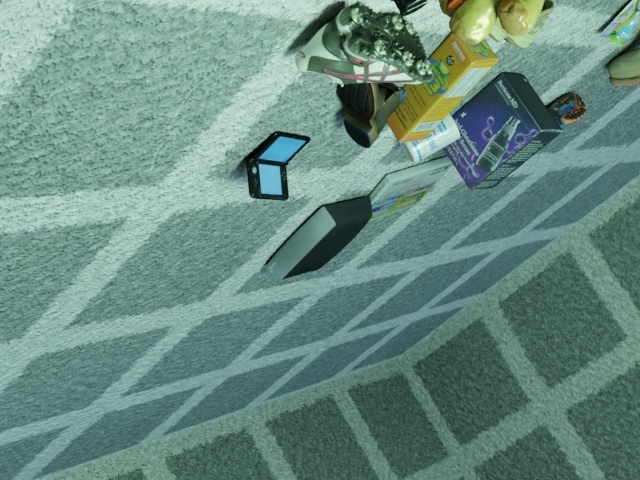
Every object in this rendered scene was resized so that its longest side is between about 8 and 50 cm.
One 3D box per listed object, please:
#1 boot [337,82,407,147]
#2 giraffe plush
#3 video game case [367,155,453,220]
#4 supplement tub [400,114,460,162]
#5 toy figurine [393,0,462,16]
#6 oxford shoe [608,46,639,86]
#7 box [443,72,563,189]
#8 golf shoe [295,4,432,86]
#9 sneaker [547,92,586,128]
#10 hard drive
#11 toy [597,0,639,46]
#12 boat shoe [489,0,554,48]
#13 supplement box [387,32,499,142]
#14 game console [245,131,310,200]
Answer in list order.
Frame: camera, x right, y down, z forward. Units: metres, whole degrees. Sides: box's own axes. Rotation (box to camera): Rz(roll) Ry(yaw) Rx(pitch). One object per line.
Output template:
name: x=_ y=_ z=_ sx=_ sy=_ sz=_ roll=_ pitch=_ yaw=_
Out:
boot: x=0.091 y=-0.253 z=1.770 sx=0.106 sy=0.082 sz=0.219 roll=-49 pitch=165 yaw=-18
giraffe plush: x=0.246 y=-0.400 z=1.454 sx=0.210 sy=0.181 sz=0.170 roll=-24 pitch=144 yaw=14
video game case: x=0.188 y=-0.115 z=2.392 sx=0.212 sy=0.023 sz=0.193 roll=-20 pitch=160 yaw=-36
supplement tub: x=0.215 y=-0.208 z=2.083 sx=0.107 sy=0.071 sz=0.071 roll=-31 pitch=164 yaw=-3
toy figurine: x=0.162 y=-0.385 z=1.264 sx=0.213 sy=0.148 sz=0.209 roll=-29 pitch=177 yaw=41
oxford shoe: x=0.769 y=-0.457 z=2.266 sx=0.397 sy=0.146 sz=0.140 roll=-26 pitch=-164 yaw=51
box: x=0.364 y=-0.223 z=2.156 sx=0.207 sy=0.153 sz=0.108 roll=-43 pitch=160 yaw=31
golf shoe: x=0.073 y=-0.286 z=1.595 sx=0.120 sy=0.105 sz=0.273 roll=-23 pitch=164 yaw=32
sneaker: x=0.518 y=-0.267 z=2.433 sx=0.221 sy=0.083 sz=0.087 roll=-21 pitch=166 yaw=-24
hard drive: x=0.000 y=0.000 z=2.340 sx=0.172 sy=0.054 sz=0.254 roll=-14 pitch=157 yaw=-45
toy: x=0.688 y=-0.483 z=2.134 sx=0.137 sy=0.056 sz=0.237 roll=-14 pitch=157 yaw=-49
boat shoe: x=0.296 y=-0.380 z=1.684 sx=0.089 sy=0.104 sz=0.285 roll=-46 pitch=164 yaw=22
supplement box: x=0.210 y=-0.274 z=1.867 sx=0.080 sy=0.078 sz=0.233 roll=-11 pitch=154 yaw=-43
game console: x=-0.069 y=-0.127 z=1.824 sx=0.071 sy=0.107 sz=0.122 roll=-7 pitch=176 yaw=30
